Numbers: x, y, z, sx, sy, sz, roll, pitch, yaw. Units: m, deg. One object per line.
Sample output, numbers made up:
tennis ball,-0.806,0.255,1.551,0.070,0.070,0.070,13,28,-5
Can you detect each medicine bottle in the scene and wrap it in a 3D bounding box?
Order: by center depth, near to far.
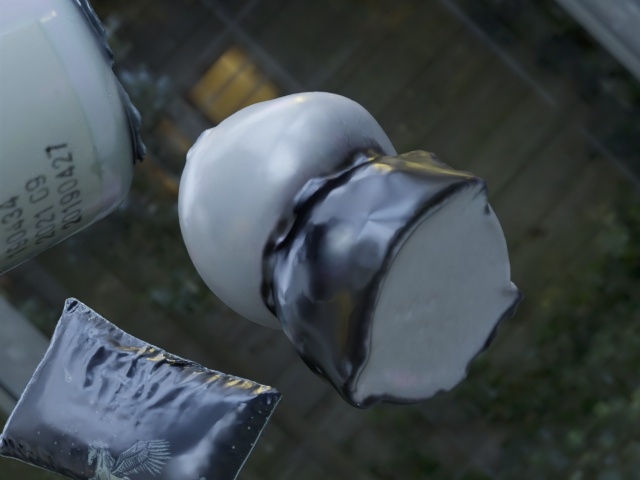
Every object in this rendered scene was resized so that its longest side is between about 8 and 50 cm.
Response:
medicine bottle,-0.318,-0.035,1.232,0.379,0.213,0.213,-29,-4,-24

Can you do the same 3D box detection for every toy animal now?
toy animal,0.008,-0.003,1.358,0.165,0.235,0.187,-38,-44,-17

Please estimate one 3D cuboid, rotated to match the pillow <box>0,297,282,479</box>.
pillow,-0.148,0.144,1.564,0.141,0.208,0.055,-64,-24,-8
